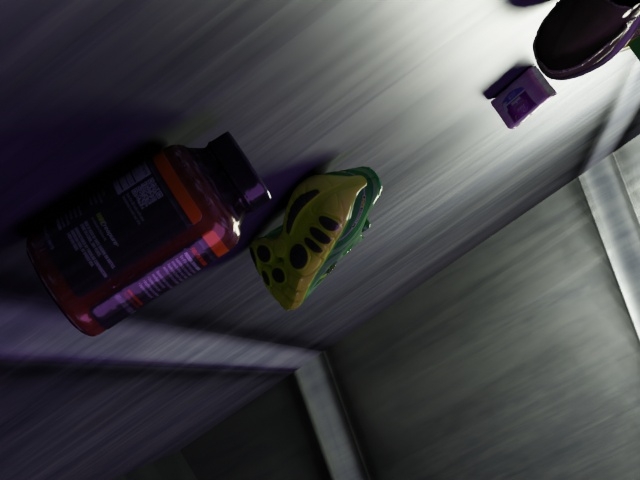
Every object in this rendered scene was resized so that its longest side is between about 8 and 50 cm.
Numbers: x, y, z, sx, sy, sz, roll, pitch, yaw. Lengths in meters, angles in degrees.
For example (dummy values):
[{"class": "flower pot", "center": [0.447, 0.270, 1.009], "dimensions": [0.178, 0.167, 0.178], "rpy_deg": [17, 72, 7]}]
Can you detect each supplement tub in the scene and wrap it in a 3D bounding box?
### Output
[{"class": "supplement tub", "center": [-0.141, -0.011, 1.132], "dimensions": [0.198, 0.106, 0.106], "rpy_deg": [-32, 171, -1]}]

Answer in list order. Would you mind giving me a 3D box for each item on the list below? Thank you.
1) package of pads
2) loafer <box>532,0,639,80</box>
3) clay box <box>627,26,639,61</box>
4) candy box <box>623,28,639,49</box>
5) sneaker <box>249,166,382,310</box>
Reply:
[{"class": "package of pads", "center": [0.275, -0.193, 1.807], "dimensions": [0.032, 0.050, 0.083], "rpy_deg": [-24, 167, -47]}, {"class": "loafer", "center": [0.314, -0.270, 1.450], "dimensions": [0.087, 0.094, 0.251], "rpy_deg": [-5, 149, -47]}, {"class": "clay box", "center": [0.454, -0.303, 1.588], "dimensions": [0.222, 0.127, 0.053], "rpy_deg": [-34, 171, 12]}, {"class": "candy box", "center": [0.466, -0.297, 1.930], "dimensions": [0.105, 0.027, 0.206], "rpy_deg": [-24, 180, 40]}, {"class": "sneaker", "center": [0.000, 0.000, 1.688], "dimensions": [0.123, 0.109, 0.295], "rpy_deg": [-24, 168, -29]}]
